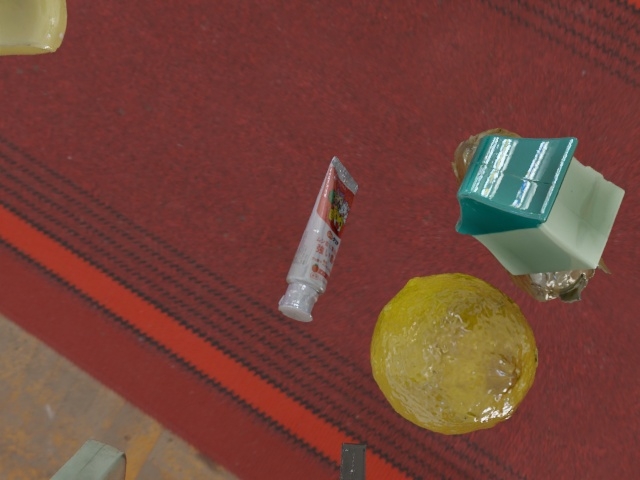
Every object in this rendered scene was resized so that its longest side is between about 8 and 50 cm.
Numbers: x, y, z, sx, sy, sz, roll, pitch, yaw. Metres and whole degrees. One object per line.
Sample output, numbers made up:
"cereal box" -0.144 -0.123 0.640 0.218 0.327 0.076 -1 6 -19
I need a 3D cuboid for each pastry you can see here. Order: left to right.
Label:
"pastry" 0.335 -0.051 1.552 0.136 0.329 0.330 -29 83 0

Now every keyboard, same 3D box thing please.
"keyboard" 0.062 0.461 1.748 0.053 0.010 0.155 8 71 -16

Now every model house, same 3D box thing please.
"model house" 0.208 -0.044 0.940 0.149 0.127 0.100 35 67 -25

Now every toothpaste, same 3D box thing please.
"toothpaste" 0.000 0.000 1.329 0.057 0.089 0.234 5 65 30

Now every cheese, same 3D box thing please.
"cheese" -0.632 -0.519 1.830 0.259 0.128 0.316 0 91 -5

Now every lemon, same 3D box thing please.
"lemon" 0.157 0.135 1.116 0.192 0.231 0.192 -3 99 -21

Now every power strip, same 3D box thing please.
"power strip" -0.287 0.312 0.905 0.053 0.288 0.093 19 121 13
